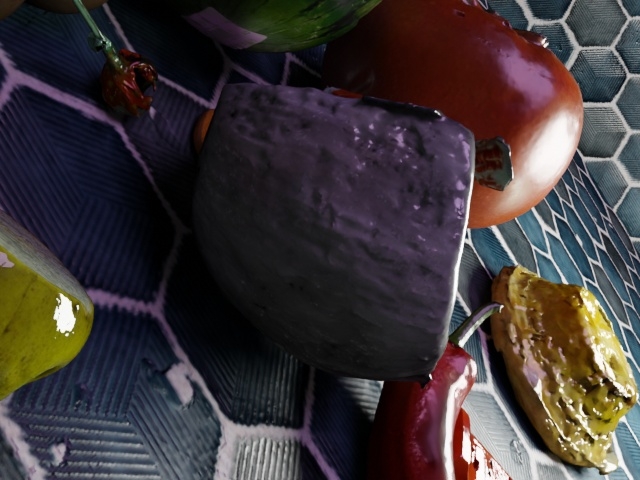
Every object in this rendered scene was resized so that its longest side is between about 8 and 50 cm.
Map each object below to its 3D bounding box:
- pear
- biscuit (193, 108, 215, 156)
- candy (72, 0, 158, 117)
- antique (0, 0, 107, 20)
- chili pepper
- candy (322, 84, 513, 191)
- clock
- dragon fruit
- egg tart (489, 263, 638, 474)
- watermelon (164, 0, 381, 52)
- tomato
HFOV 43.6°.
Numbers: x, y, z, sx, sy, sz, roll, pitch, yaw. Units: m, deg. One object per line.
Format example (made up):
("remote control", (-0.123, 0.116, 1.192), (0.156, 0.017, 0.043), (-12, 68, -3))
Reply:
("pear", (-0.191, 0.028, 0.395), (0.141, 0.104, 0.141), (45, -7, 7))
("biscuit", (-0.093, -0.088, 0.782), (0.078, 0.015, 0.091), (47, 29, -25))
("candy", (-0.170, -0.156, 0.616), (0.184, 0.049, 0.055), (69, 0, -67))
("antique", (-0.230, -0.228, 0.586), (0.143, 0.121, 0.257), (61, 18, -16))
("chili pepper", (0.110, 0.203, 0.714), (0.092, 0.137, 0.368), (93, 2, -48))
("candy", (0.067, -0.103, 0.836), (0.059, 0.292, 0.086), (-47, 143, -34))
("clock", (0.157, 0.248, 0.818), (0.155, 0.061, 0.113), (50, 27, -22))
("dragon fruit", (0.000, 0.000, 0.658), (0.283, 0.221, 0.204), (100, 4, -87))
("egg tart", (0.378, 0.174, 1.203), (0.341, 0.129, 0.341), (43, 30, -32))
("watermelon", (-0.043, -0.372, 0.790), (0.363, 0.363, 0.363), (41, 32, -32))
("tomato", (0.153, -0.169, 1.015), (0.341, 0.273, 0.341), (28, 15, -8))
